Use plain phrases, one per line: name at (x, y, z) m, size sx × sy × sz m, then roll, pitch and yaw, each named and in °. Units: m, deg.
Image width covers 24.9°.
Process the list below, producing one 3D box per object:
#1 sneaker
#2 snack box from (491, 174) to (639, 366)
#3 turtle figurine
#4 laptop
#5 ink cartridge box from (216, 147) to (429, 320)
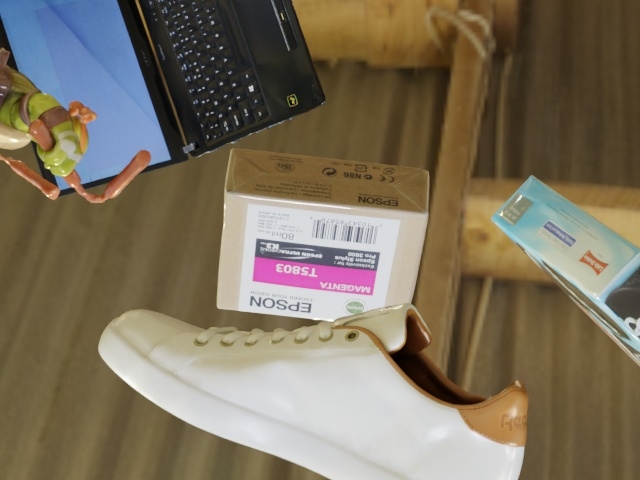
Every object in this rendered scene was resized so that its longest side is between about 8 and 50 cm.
sneaker at (-0.001, 0.081, 0.940) m, size 0.290 × 0.106 × 0.123 m, roll 21°, pitch -82°, yaw 15°
snack box at (0.303, 0.085, 1.284) m, size 0.060 × 0.322 × 0.187 m, roll -47°, pitch -150°, yaw 2°
turtle figurine at (-0.237, -0.094, 0.990) m, size 0.269 × 0.217 × 0.087 m, roll 10°, pitch -97°, yaw 58°
laptop at (-0.167, -0.197, 1.442) m, size 0.264 × 0.234 × 0.136 m, roll -20°, pitch 178°, yaw 28°
ink cartridge box at (0.000, 0.000, 1.707) m, size 0.235 × 0.193 × 0.088 m, roll 6°, pitch -138°, yaw -1°
